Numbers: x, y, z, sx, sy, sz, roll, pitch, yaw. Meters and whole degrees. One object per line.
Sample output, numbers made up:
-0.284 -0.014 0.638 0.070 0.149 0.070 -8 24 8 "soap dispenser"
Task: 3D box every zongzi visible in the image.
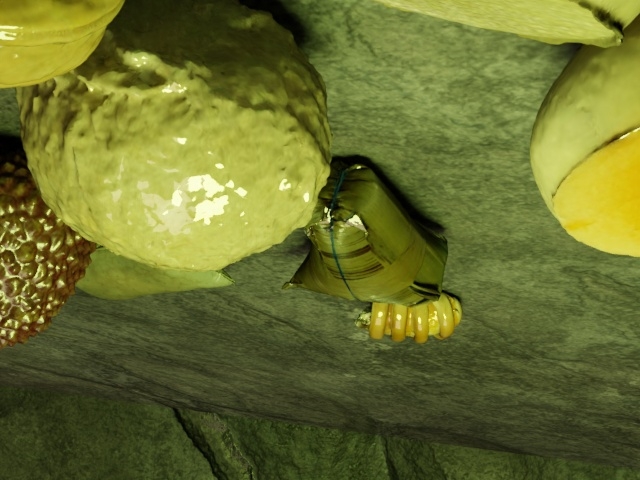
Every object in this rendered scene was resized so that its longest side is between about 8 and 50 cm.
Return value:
0.000 0.000 1.254 0.289 0.123 0.260 -2 151 36 "zongzi"

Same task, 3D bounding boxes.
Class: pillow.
-0.309 0.045 1.541 0.303 0.074 0.185 -7 151 33 "pillow"

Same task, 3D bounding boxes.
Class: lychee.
-0.425 0.014 1.255 0.272 0.271 0.271 8 158 3 "lychee"

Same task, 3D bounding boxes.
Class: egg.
-0.137 -0.100 0.875 0.311 0.279 0.279 14 159 10 "egg"

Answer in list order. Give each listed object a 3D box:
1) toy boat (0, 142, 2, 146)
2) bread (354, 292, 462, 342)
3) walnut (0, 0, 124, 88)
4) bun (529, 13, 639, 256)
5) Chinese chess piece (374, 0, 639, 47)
-0.589 -0.130 1.263 0.318 0.071 0.219 3 157 -10 "toy boat"
0.146 0.124 1.546 0.177 0.084 0.119 4 159 2 "bread"
-0.251 -0.220 0.689 0.228 0.227 0.228 8 158 3 "walnut"
0.323 -0.111 0.777 0.299 0.164 0.299 1 154 0 "bun"
0.080 -0.205 0.579 0.270 0.112 0.270 14 -173 -2 "Chinese chess piece"
